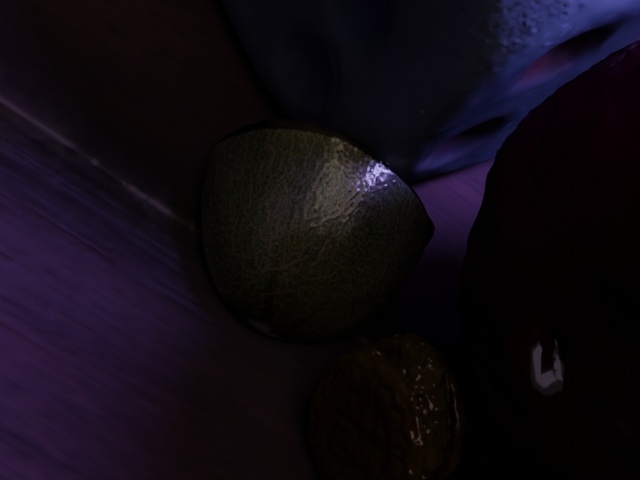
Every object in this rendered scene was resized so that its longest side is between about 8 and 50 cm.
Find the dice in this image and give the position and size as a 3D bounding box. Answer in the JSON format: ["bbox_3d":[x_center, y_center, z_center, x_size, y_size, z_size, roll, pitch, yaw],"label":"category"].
[{"bbox_3d":[0.101,-0.212,0.796,0.262,0.268,0.264,-20,78,-35],"label":"dice"}]

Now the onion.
[{"bbox_3d":[0.291,0.005,0.740,0.398,0.398,0.420,31,42,-13],"label":"onion"}]

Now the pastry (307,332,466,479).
[{"bbox_3d":[0.040,0.108,0.701,0.057,0.097,0.109,-2,105,-41],"label":"pastry"}]

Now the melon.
[{"bbox_3d":[0.000,0.000,0.743,0.160,0.079,0.128,30,65,-17],"label":"melon"}]
